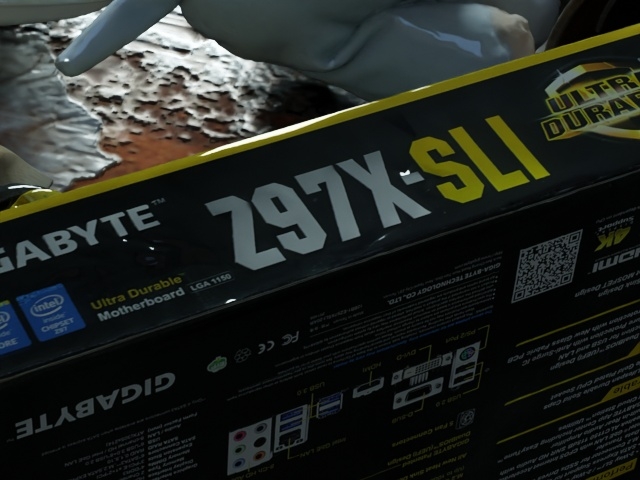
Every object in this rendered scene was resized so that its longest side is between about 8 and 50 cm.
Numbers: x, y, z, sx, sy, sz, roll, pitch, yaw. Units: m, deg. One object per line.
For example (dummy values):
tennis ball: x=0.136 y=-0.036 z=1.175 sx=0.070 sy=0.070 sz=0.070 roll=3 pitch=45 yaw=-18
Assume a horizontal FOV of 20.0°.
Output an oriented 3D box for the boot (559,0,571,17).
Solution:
boot: x=0.159 y=-0.233 z=1.147 sx=0.115 sy=0.112 sz=0.305 roll=-4 pitch=42 yaw=-24

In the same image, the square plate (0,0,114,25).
square plate: x=-0.323 y=-0.205 z=1.074 sx=0.347 sy=0.049 sz=0.344 roll=-8 pitch=41 yaw=-20

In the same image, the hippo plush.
hippo plush: x=0.031 y=-0.215 z=0.972 sx=0.294 sy=0.237 sz=0.234 roll=12 pitch=41 yaw=-17

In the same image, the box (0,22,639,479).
box: x=-0.001 y=0.072 z=0.704 sx=0.322 sy=0.257 sz=0.079 roll=-18 pitch=50 yaw=-22

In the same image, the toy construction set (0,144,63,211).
toy construction set: x=-0.181 y=0.007 z=0.802 sx=0.237 sy=0.257 sz=0.309 roll=30 pitch=25 yaw=-2

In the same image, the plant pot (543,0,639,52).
plant pot: x=0.230 y=-0.097 z=0.980 sx=0.167 sy=0.167 sz=0.165 roll=29 pitch=40 yaw=22
